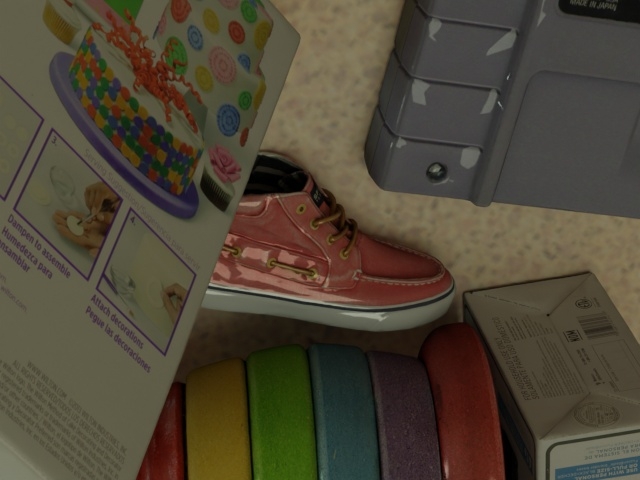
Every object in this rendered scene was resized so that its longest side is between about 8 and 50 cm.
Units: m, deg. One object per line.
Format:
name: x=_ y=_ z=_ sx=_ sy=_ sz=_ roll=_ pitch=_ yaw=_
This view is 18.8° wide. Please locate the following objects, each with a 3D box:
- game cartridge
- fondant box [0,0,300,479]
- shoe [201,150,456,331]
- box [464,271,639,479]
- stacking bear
game cartridge: x=0.221 y=-0.115 z=1.115 sx=0.355 sy=0.068 sz=0.230 roll=6 pitch=122 yaw=-16
fondant box: x=-0.152 y=-0.054 z=0.904 sx=0.096 sy=0.330 sz=0.238 roll=-17 pitch=130 yaw=37
shoe: x=0.000 y=0.000 z=1.125 sx=0.178 sy=0.063 sz=0.081 roll=5 pitch=122 yaw=-12
box: x=0.154 y=0.188 z=1.211 sx=0.087 sy=0.169 sz=0.290 roll=-9 pitch=122 yaw=-8
stacking bear: x=-0.046 y=0.139 z=1.130 sx=0.289 sy=0.164 sz=0.175 roll=-4 pitch=79 yaw=-3
